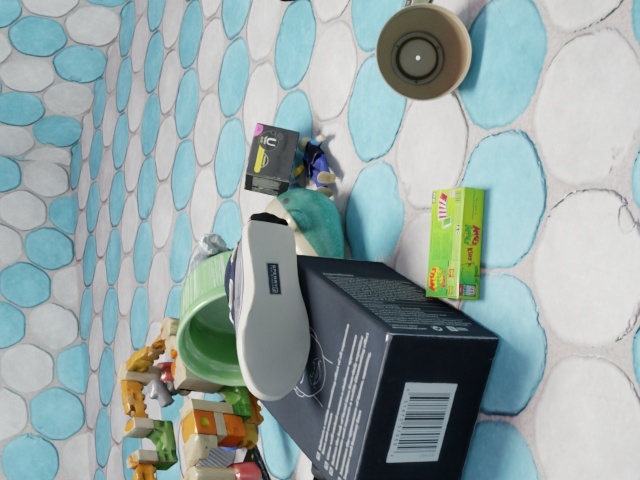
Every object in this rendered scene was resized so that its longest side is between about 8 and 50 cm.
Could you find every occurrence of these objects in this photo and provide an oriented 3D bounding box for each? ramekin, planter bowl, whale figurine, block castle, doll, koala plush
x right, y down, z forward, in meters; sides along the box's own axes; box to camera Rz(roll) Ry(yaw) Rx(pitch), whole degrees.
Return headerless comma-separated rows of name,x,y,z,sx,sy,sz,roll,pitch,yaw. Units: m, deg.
ramekin,-0.162,0.161,1.948,0.148,0.303,0.303,-105,33,-47
planter bowl,0.172,-0.318,1.560,0.109,0.162,0.162,-85,3,-85
whale figurine,0.000,0.000,1.826,0.141,0.216,0.272,-37,46,-3
block castle,-0.289,0.419,2.067,0.303,0.213,0.453,-44,47,34
doll,-0.009,-0.173,1.973,0.189,0.046,0.129,-113,29,-53
koala plush,-0.207,0.071,2.120,0.196,0.221,0.203,-66,32,32

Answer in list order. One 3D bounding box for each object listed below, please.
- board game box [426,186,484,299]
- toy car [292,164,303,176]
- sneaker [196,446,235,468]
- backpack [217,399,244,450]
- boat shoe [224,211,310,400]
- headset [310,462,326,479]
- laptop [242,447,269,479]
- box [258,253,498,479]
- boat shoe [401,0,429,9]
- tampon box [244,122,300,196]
board game box,0.223,0.006,1.499,0.092,0.043,0.181,-3,83,63
toy car,-0.037,-0.110,2.016,0.040,0.060,0.122,-49,-19,-51
sneaker,-0.300,0.568,2.343,0.161,0.102,0.282,-145,64,-63
backpack,-0.213,0.456,2.205,0.120,0.098,0.101,45,146,46
boat shoe,-0.102,0.133,1.583,0.158,0.127,0.340,127,148,-55
headset,0.017,0.468,1.617,0.394,0.185,0.243,-80,-5,-56
laptop,-0.205,0.650,2.101,0.264,0.137,0.234,56,133,47
box,0.080,0.224,1.552,0.395,0.212,0.293,35,116,59
boat shoe,0.181,-0.451,1.661,0.043,0.049,0.137,-114,34,-46
tampon box,-0.112,-0.177,2.040,0.161,0.101,0.120,120,162,-78
